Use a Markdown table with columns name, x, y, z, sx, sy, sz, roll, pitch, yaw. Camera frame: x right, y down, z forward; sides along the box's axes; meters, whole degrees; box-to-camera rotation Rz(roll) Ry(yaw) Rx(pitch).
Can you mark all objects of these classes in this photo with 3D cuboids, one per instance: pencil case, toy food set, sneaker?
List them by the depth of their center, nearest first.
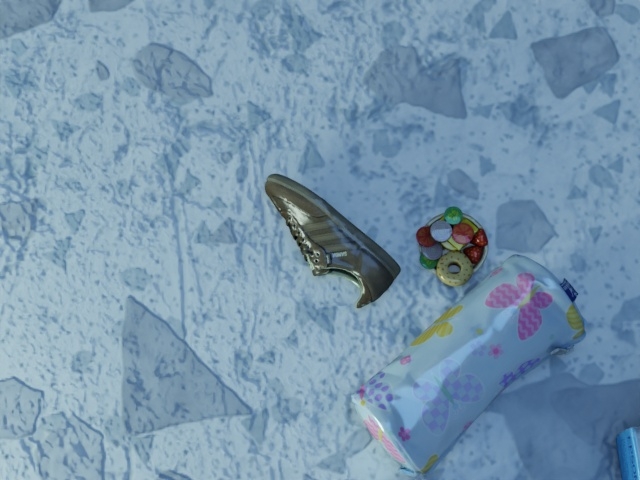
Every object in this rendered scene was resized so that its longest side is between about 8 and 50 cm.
| name | x | y | z | sx | sy | sz | roll | pitch | yaw |
| --- | --- | --- | --- | --- | --- | --- | --- | --- | --- |
| pencil case | 0.165 | 0.137 | 1.920 | 0.273 | 0.113 | 0.124 | -39 | 104 | -8 |
| sneaker | 0.000 | 0.000 | 1.973 | 0.188 | 0.066 | 0.071 | 38 | 81 | 8 |
| toy food set | 0.152 | 0.005 | 1.995 | 0.082 | 0.020 | 0.083 | 41 | 81 | 8 |

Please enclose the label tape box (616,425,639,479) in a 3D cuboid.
| name | x | y | z | sx | sy | sz | roll | pitch | yaw |
| --- | --- | --- | --- | --- | --- | --- | --- | --- | --- |
| label tape box | 0.514 | 0.310 | 1.881 | 0.347 | 0.115 | 0.249 | -6 | 78 | 0 |
